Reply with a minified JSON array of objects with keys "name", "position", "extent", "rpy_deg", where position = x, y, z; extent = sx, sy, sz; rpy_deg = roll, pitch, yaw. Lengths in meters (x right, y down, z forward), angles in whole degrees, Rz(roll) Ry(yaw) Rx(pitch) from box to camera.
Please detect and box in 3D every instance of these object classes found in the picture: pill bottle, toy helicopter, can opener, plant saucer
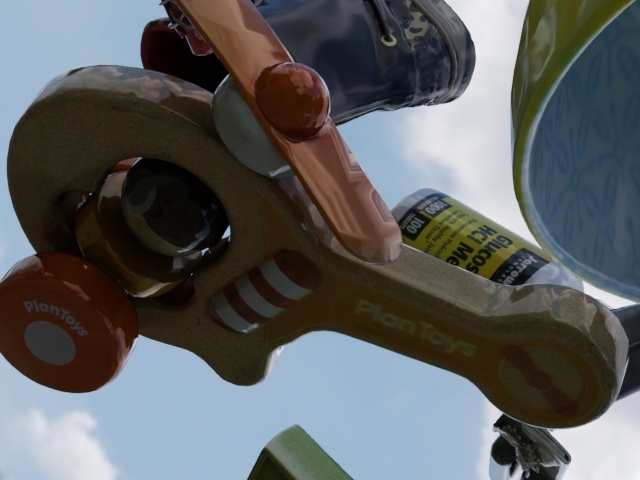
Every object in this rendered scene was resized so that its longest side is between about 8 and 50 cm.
[{"name":"pill bottle","position":[0.234,0.078,2.021],"extent":[0.334,0.188,0.188],"rpy_deg":[31,-50,30]},{"name":"toy helicopter","position":[0.000,0.000,0.801],"extent":[0.355,0.140,0.235],"rpy_deg":[21,-50,5]},{"name":"can opener","position":[0.206,0.196,1.398],"extent":[0.074,0.093,0.280],"rpy_deg":[42,-14,16]},{"name":"plant saucer","position":[-0.044,0.305,1.552],"extent":[0.188,0.045,0.188],"rpy_deg":[-63,-147,6]}]

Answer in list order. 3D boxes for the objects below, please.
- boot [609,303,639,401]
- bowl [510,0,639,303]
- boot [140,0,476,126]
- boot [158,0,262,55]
[{"name":"boot","position":[0.352,0.127,1.500],"extent":[0.076,0.208,0.190],"rpy_deg":[83,-17,-48]},{"name":"bowl","position":[0.203,-0.106,0.559],"extent":[0.289,0.289,0.156],"rpy_deg":[125,-35,-52]},{"name":"boot","position":[-0.063,-0.230,1.480],"extent":[0.377,0.284,0.138],"rpy_deg":[43,-45,20]},{"name":"boot","position":[-0.128,-0.200,1.032],"extent":[0.088,0.244,0.176],"rpy_deg":[14,-61,41]}]
